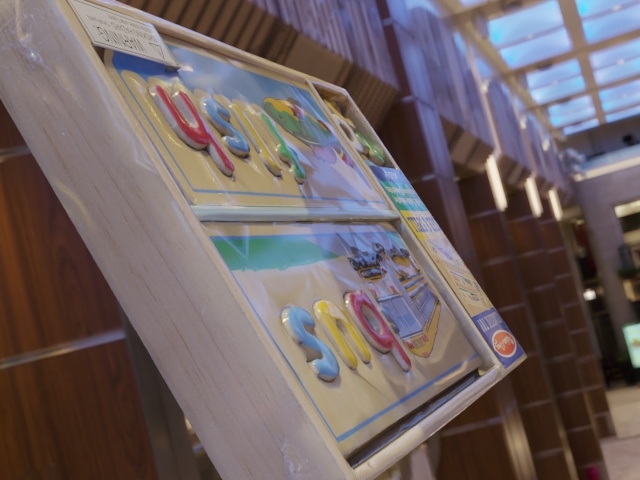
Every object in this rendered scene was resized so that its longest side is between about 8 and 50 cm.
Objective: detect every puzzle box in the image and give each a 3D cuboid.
[{"bbox_3d":[0.000,0.000,0.580,0.052,0.272,0.409,-36,-11,18],"label":"puzzle box"}]
